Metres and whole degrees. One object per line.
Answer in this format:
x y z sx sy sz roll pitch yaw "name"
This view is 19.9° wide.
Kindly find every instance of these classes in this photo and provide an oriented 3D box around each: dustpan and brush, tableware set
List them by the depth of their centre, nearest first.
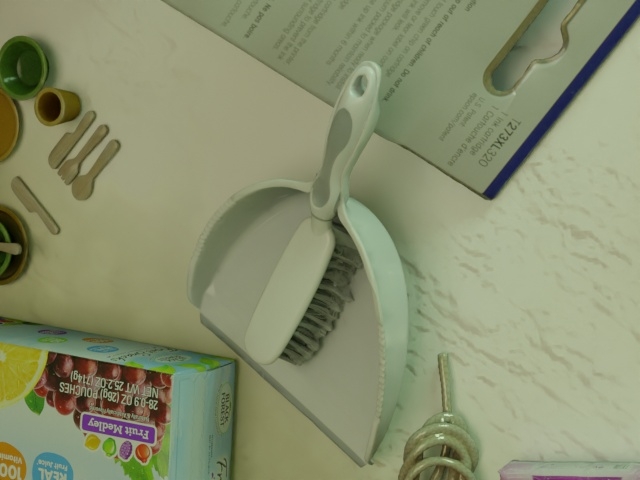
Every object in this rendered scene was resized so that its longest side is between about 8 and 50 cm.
0.000 0.000 0.922 0.147 0.060 0.211 40 119 28 "dustpan and brush"
-0.191 -0.040 1.072 0.104 0.024 0.154 51 117 17 "tableware set"

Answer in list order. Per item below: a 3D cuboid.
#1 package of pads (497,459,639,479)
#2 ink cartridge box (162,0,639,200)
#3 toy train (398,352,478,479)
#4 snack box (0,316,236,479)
0.129 0.133 0.895 0.083 0.032 0.050 -4 95 31 "package of pads"
-0.020 -0.185 0.866 0.371 0.069 0.176 32 114 -11 "ink cartridge box"
0.023 0.187 0.897 0.105 0.143 0.248 3 97 30 "toy train"
-0.153 0.140 1.041 0.207 0.070 0.175 9 99 31 "snack box"
